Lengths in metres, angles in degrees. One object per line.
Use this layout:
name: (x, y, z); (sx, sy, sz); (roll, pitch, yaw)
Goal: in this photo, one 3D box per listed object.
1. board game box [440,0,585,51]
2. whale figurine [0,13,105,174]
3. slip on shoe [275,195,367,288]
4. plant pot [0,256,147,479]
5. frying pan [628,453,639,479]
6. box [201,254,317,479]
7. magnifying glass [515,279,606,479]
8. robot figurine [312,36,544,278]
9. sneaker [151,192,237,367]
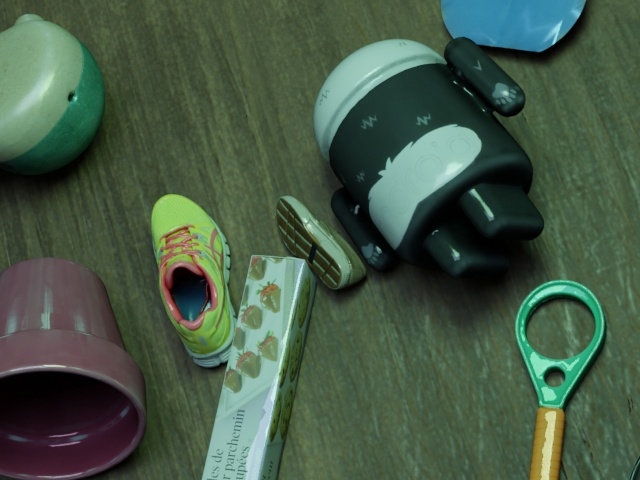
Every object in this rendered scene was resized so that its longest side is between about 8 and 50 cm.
board game box: (0.220, -0.270, 1.896); (0.168, 0.033, 0.133); (10, 74, 25)
whale figurine: (-0.360, -0.158, 1.964); (0.272, 0.141, 0.216); (3, 64, 43)
slip on shoe: (0.000, 0.000, 1.826); (0.041, 0.051, 0.135); (-13, 44, -36)
plant pot: (-0.286, 0.126, 1.771); (0.201, 0.201, 0.180); (-16, 47, 8)
frying pan: (0.442, 0.271, 1.579); (0.326, 0.053, 0.197); (22, 74, 26)
box: (-0.068, 0.174, 1.749); (0.063, 0.067, 0.324); (5, 66, 17)
magnifying glass: (0.235, 0.148, 1.701); (0.092, 0.026, 0.231); (3, 68, 16)
robot figurine: (0.112, -0.084, 1.762); (0.209, 0.173, 0.278); (-33, 62, -9)
sneaker: (-0.141, 0.029, 1.819); (0.081, 0.094, 0.208); (-24, 61, 5)
